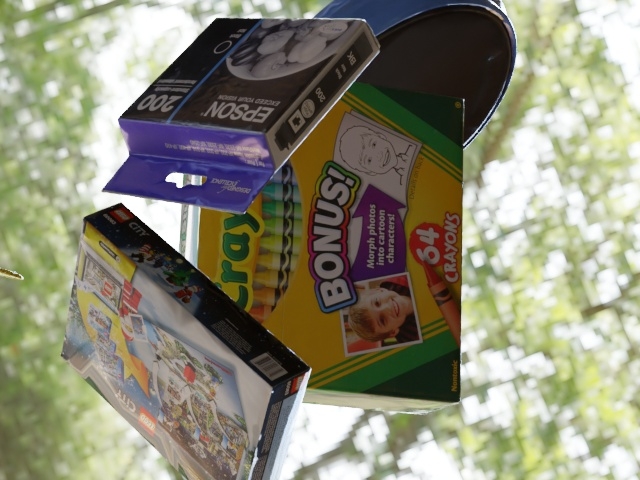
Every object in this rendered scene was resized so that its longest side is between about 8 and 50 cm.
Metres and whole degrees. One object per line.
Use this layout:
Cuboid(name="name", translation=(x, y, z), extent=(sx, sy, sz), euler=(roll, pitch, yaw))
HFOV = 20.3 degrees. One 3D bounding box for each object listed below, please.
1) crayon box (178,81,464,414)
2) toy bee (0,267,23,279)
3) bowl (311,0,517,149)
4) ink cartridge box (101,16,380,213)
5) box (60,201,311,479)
Cuboid(name="crayon box", translation=(0.000, 0.000, 2.023), extent=(0.106, 0.313, 0.363), euler=(146, -52, -65))
Cuboid(name="toy bee", translation=(-0.363, 0.037, 1.669), extent=(0.162, 0.195, 0.298), euler=(-27, -107, 47))
Cuboid(name="bowl", translation=(0.093, -0.193, 2.367), extent=(0.077, 0.391, 0.391), euler=(53, -19, 31))
Cuboid(name="ink cartridge box", translation=(-0.081, -0.117, 1.575), extent=(0.206, 0.208, 0.045), euler=(9, -38, 46))
Cuboid(name="box", translation=(-0.115, 0.098, 1.451), extent=(0.233, 0.044, 0.159), euler=(40, -45, 28))
